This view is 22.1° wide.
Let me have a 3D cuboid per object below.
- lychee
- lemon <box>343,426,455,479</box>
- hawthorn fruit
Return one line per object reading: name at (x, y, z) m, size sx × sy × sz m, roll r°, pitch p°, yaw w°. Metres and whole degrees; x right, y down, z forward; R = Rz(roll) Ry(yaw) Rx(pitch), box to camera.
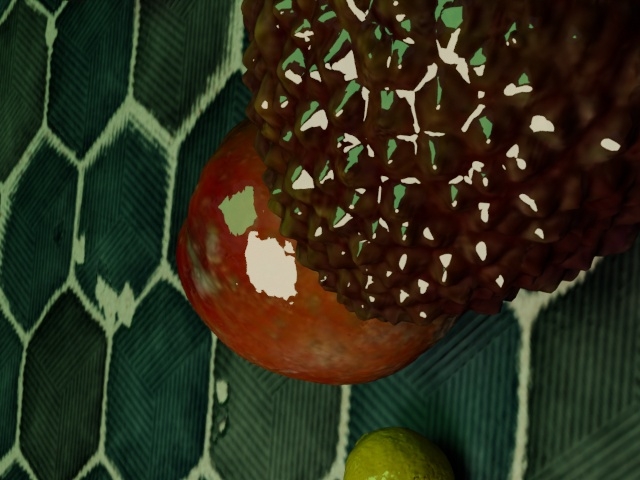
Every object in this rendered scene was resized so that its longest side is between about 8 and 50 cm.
lychee at (0.070, -0.085, 0.769) m, size 0.271 × 0.271 × 0.271 m, roll -16°, pitch 71°, yaw 55°
lemon at (0.044, 0.138, 0.939) m, size 0.083 × 0.062 × 0.062 m, roll 49°, pitch 124°, yaw 49°
hawthorn fruit at (0.000, 0.000, 0.935) m, size 0.173 × 0.173 × 0.173 m, roll -16°, pitch 71°, yaw 55°
